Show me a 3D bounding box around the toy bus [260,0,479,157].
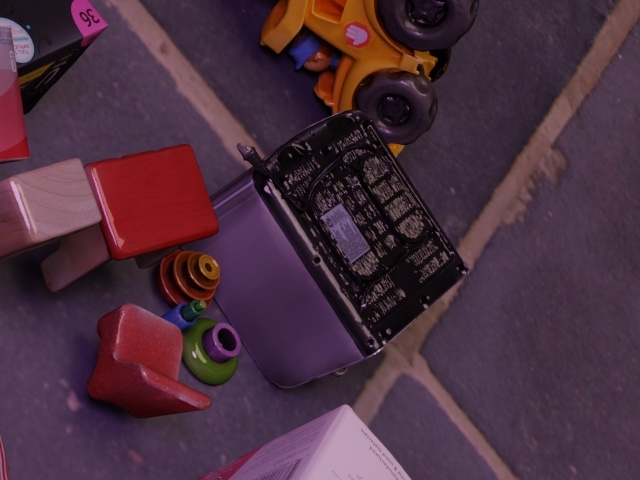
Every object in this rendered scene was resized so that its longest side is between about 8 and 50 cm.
[{"bbox_3d":[0.019,-0.198,1.481,0.211,0.220,0.149,18,32,-2],"label":"toy bus"}]

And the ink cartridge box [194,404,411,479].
[{"bbox_3d":[-0.047,0.221,1.107,0.092,0.158,0.218,51,38,-11],"label":"ink cartridge box"}]

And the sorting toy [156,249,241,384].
[{"bbox_3d":[-0.082,0.050,1.283,0.061,0.042,0.102,-15,77,-52],"label":"sorting toy"}]

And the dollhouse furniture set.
[{"bbox_3d":[-0.166,0.055,1.061,0.374,0.152,0.201,-17,88,-51],"label":"dollhouse furniture set"}]

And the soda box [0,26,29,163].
[{"bbox_3d":[-0.248,-0.073,0.973,0.263,0.092,0.083,-22,104,-76],"label":"soda box"}]

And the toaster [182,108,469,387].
[{"bbox_3d":[0.000,0.000,1.355,0.186,0.110,0.168,57,36,-3],"label":"toaster"}]

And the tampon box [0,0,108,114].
[{"bbox_3d":[-0.245,-0.155,1.171,0.161,0.101,0.120,49,33,0],"label":"tampon box"}]
